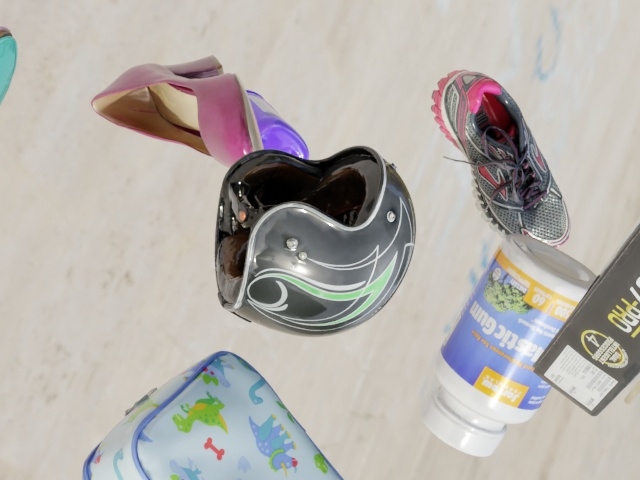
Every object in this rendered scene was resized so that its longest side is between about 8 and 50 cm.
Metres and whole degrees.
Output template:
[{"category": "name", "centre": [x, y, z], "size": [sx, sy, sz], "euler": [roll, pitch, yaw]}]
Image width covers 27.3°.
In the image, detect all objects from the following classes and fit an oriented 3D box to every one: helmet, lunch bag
[{"category": "helmet", "centre": [0.000, 0.000, 1.137], "size": [0.169, 0.161, 0.170], "euler": [-177, -90, -72]}, {"category": "lunch bag", "centre": [-0.073, 0.210, 1.035], "size": [0.090, 0.219, 0.176], "euler": [-34, -173, 38]}]

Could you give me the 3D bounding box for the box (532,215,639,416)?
[{"category": "box", "centre": [0.371, -0.030, 1.259], "size": [0.318, 0.097, 0.395], "euler": [-48, 168, -27]}]

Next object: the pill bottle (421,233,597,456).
[{"category": "pill bottle", "centre": [0.242, 0.141, 1.713], "size": [0.272, 0.152, 0.152], "euler": [-63, 162, 17]}]

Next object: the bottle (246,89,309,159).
[{"category": "bottle", "centre": [-0.111, -0.190, 2.226], "size": [0.092, 0.283, 0.118], "euler": [-46, 121, 3]}]

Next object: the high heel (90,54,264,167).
[{"category": "high heel", "centre": [-0.182, -0.143, 1.666], "size": [0.377, 0.181, 0.127], "euler": [-130, -158, -68]}]

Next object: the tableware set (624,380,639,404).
[{"category": "tableware set", "centre": [0.471, 0.195, 1.656], "size": [0.039, 0.128, 0.194], "euler": [-28, 157, -31]}]

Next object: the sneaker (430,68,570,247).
[{"category": "sneaker", "centre": [0.265, -0.105, 1.876], "size": [0.121, 0.112, 0.299], "euler": [-40, 108, -10]}]

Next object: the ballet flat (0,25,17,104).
[{"category": "ballet flat", "centre": [-0.367, -0.131, 1.344], "size": [0.077, 0.079, 0.222], "euler": [-28, 146, -47]}]
